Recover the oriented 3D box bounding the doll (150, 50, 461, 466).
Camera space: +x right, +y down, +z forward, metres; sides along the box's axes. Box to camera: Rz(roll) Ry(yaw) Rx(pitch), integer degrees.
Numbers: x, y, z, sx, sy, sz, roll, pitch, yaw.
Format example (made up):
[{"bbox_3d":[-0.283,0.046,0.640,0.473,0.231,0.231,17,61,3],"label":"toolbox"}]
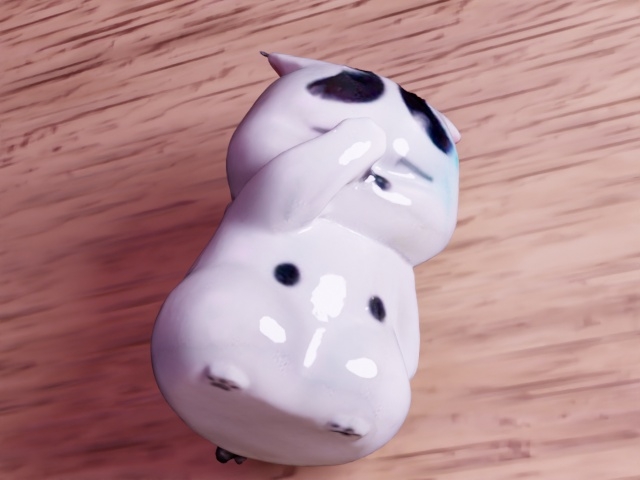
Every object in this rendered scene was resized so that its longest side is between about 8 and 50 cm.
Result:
[{"bbox_3d":[-0.001,0.005,0.721,0.180,0.110,0.107,-70,14,-18],"label":"doll"}]
